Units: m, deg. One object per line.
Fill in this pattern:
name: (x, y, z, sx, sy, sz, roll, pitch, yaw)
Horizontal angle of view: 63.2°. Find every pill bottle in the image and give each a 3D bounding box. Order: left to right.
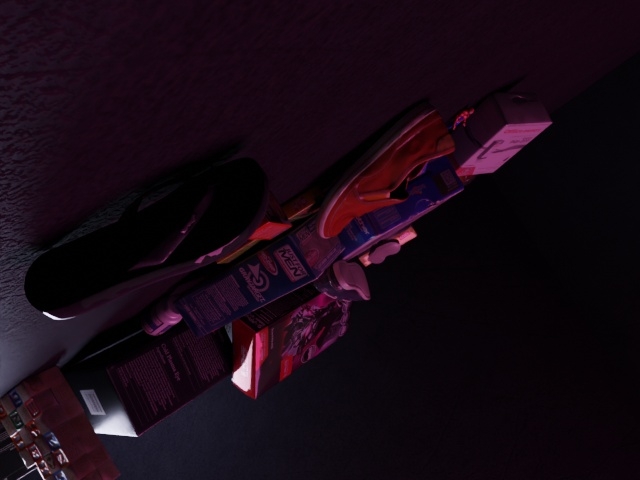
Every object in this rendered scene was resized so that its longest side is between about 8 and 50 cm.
pill bottle: (-0.356, 0.168, 1.191, 0.120, 0.067, 0.067, -35, 175, 38)

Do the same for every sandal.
sandal: (-0.160, -0.007, 0.502, 0.255, 0.097, 0.054, -31, 149, -14)

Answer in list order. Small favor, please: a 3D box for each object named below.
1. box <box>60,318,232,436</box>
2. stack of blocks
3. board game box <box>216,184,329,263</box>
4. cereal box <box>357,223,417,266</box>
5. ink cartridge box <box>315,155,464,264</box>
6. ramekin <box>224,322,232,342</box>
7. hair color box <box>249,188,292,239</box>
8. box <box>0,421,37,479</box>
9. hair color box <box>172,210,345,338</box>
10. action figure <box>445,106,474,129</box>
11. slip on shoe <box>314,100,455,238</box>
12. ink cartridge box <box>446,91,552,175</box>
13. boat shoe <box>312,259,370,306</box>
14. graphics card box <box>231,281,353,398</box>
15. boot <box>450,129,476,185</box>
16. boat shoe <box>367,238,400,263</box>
box: (-0.440, 0.336, 1.343, 0.343, 0.178, 0.313, -18, -173, 45)
stack of blocks: (-0.615, 0.463, 1.209, 0.171, 0.297, 0.087, -35, 175, 30)
board game box: (-0.083, -0.034, 1.019, 0.260, 0.039, 0.124, -29, 177, 3)
cereal box: (0.166, -0.051, 1.524, 0.173, 0.047, 0.240, -33, -145, 12)
ink cartridge box: (0.134, -0.081, 1.199, 0.270, 0.151, 0.395, -28, 176, -28)
ramekin: (-0.273, 0.259, 1.586, 0.273, 0.272, 0.127, -34, 162, 26)
hair color box: (-0.086, -0.040, 0.699, 0.043, 0.071, 0.141, -32, 176, 6)
box: (-0.745, 0.491, 1.376, 0.261, 0.184, 0.103, -27, 173, -38)
hair color box: (-0.133, 0.076, 1.121, 0.347, 0.105, 0.174, -29, -173, 29)
action figure: (0.303, -0.263, 1.153, 0.038, 0.030, 0.115, -24, 171, -24)
slip on shoe: (0.102, -0.096, 0.922, 0.331, 0.101, 0.123, -44, 173, 37)
ink cartridge box: (0.410, -0.249, 1.245, 0.159, 0.092, 0.218, -10, 157, -28)
boat shoe: (0.056, 0.106, 1.226, 0.079, 0.095, 0.254, -23, 167, 15)
graphics card box: (-0.061, 0.220, 1.359, 0.371, 0.094, 0.232, -28, 135, -41)
boot: (0.354, -0.201, 1.443, 0.264, 0.096, 0.280, -23, 158, -7)
boat shoe: (0.142, 0.016, 1.168, 0.046, 0.038, 0.125, 13, 157, -11)
